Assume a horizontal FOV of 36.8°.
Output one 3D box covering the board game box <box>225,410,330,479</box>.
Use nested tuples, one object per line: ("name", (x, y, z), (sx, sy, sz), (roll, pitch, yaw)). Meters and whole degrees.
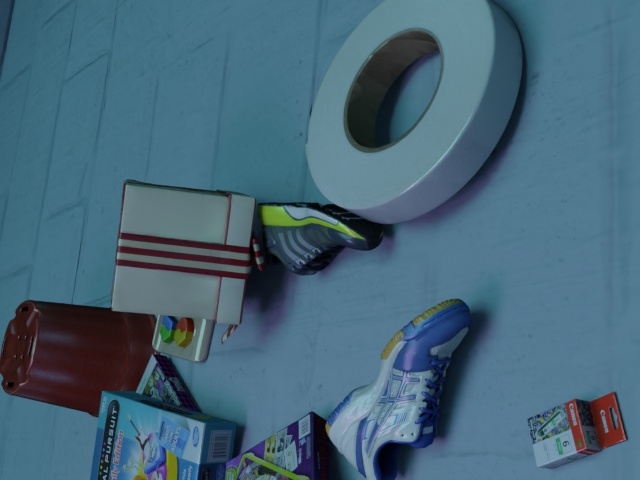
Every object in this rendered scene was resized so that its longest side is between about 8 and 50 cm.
("board game box", (-0.071, 0.447, 1.446), (0.208, 0.056, 0.347), (-31, 35, 25))

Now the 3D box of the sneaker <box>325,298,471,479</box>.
("sneaker", (0.134, 0.214, 1.335), (0.131, 0.112, 0.296), (50, 121, 30))

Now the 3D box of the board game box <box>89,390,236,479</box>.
("board game box", (-0.306, 0.434, 1.794), (0.336, 0.079, 0.254), (4, 85, 45))

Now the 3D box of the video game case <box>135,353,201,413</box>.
("video game case", (-0.326, 0.378, 1.937), (0.232, 0.041, 0.210), (45, 115, 51))

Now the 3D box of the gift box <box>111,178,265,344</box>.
("gift box", (-0.239, 0.034, 1.734), (0.255, 0.258, 0.276), (-138, 54, -75))

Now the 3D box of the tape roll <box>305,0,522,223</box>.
("tape roll", (0.131, -0.216, 1.471), (0.392, 0.072, 0.392), (-27, 50, 39))

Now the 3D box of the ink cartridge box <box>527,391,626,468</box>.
("ink cartridge box", (0.302, 0.224, 1.139), (0.115, 0.029, 0.063), (-36, 49, 42))

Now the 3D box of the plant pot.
("plant pot", (-0.528, 0.249, 2.072), (0.272, 0.265, 0.272), (-25, 58, 47))

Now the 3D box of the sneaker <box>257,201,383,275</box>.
("sneaker", (0.000, 0.000, 1.603), (0.300, 0.111, 0.121), (8, 101, 56))

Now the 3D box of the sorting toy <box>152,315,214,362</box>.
("sorting toy", (-0.280, 0.143, 1.968), (0.208, 0.038, 0.193), (3, 79, 54))
